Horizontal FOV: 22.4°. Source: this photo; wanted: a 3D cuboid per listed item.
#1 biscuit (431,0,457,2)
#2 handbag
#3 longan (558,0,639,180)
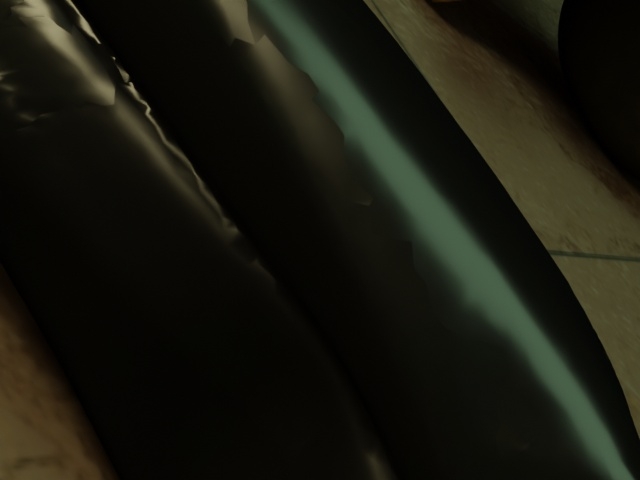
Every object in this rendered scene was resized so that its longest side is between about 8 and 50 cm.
[{"bbox_3d":[0.204,-0.240,1.142,0.376,0.269,0.051,-68,139,-61],"label":"biscuit"},{"bbox_3d":[0.000,0.000,0.589,0.342,0.152,0.288,57,14,10],"label":"handbag"},{"bbox_3d":[0.270,-0.141,1.171,0.196,0.196,0.220,31,27,-33],"label":"longan"}]
